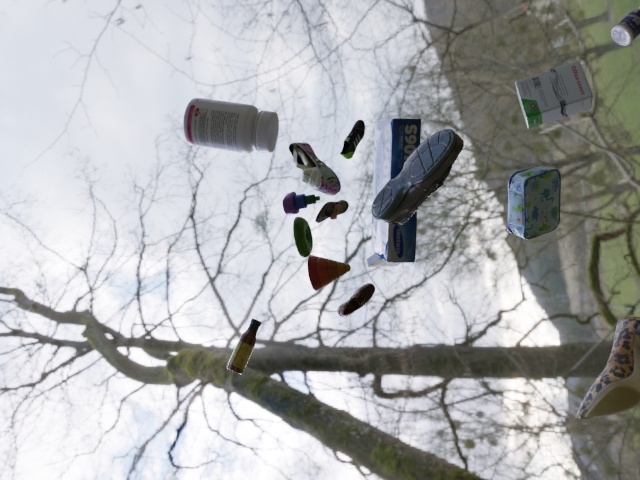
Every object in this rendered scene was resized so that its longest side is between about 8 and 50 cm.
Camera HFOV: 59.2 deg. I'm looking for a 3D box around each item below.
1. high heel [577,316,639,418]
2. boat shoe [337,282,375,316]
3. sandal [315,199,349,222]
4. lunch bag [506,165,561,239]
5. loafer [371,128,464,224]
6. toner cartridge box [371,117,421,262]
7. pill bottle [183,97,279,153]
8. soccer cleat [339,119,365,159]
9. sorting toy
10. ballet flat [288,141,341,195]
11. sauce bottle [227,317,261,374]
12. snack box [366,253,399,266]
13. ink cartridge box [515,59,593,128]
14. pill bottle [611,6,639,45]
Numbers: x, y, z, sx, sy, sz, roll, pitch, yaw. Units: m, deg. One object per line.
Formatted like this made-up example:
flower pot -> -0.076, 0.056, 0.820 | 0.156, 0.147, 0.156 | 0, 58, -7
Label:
high heel -> 0.671, 0.289, 1.296 | 0.093, 0.261, 0.186 | 45, -169, -15
boat shoe -> 0.144, 0.230, 2.146 | 0.178, 0.060, 0.064 | -39, -86, -11
sandal -> 0.060, -0.119, 2.393 | 0.219, 0.060, 0.089 | -16, -46, -50
lunch bag -> 0.684, -0.122, 1.797 | 0.176, 0.090, 0.218 | -19, -65, -21
loafer -> 0.216, -0.129, 1.201 | 0.084, 0.267, 0.096 | 21, -136, -25
toner cartridge box -> 0.187, -0.129, 1.421 | 0.165, 0.075, 0.347 | -132, 43, -78
pill bottle -> -0.289, -0.372, 1.848 | 0.160, 0.283, 0.160 | 9, -90, -81
soccer cleat -> 0.135, -0.425, 2.352 | 0.072, 0.060, 0.178 | 19, -86, -59
sorting toy -> 0.000, 0.000, 1.696 | 0.127, 0.126, 0.365 | -82, -22, -51
ballet flat -> -0.027, -0.194, 1.526 | 0.079, 0.076, 0.221 | -2, -137, -34
sauce bottle -> -0.173, 0.244, 1.304 | 0.042, 0.042, 0.128 | 45, -114, -50
snack box -> 0.263, 0.067, 2.165 | 0.141, 0.100, 0.037 | -1, -112, -30
ink cartridge box -> 0.776, -0.485, 1.878 | 0.087, 0.209, 0.152 | 37, -138, -60
pill bottle -> 0.906, -0.626, 1.624 | 0.120, 0.067, 0.067 | -43, -46, -7
